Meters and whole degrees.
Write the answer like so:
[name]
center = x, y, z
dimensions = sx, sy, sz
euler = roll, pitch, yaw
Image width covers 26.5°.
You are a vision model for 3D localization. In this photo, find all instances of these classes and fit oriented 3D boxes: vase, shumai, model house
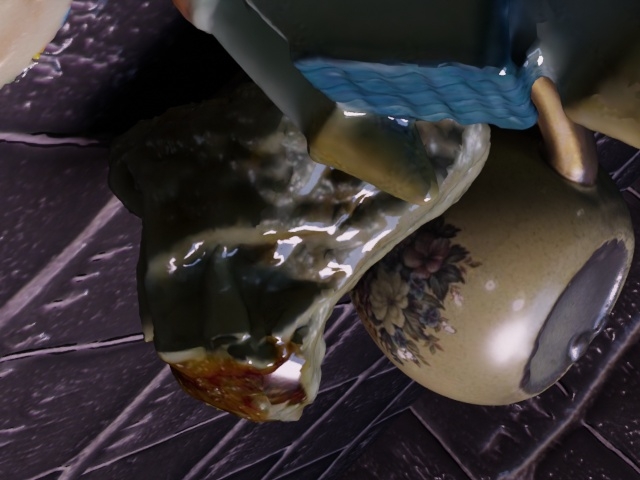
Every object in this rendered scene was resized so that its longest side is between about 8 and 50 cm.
[vase]
center = 0.111, -0.048, 1.154
dimensions = 0.241, 0.302, 0.329
euler = -25, 140, -45
[shumai]
center = 0.000, 0.000, 0.923
dimensions = 0.260, 0.222, 0.225
euler = -17, 174, -4
[model house]
center = 0.073, -0.142, 0.647
dimensions = 0.267, 0.325, 0.194
euler = -43, 162, 5

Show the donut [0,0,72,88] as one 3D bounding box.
[donut]
center = -0.187, -0.111, 0.591
dimensions = 0.174, 0.068, 0.174
euler = -36, 165, -11
